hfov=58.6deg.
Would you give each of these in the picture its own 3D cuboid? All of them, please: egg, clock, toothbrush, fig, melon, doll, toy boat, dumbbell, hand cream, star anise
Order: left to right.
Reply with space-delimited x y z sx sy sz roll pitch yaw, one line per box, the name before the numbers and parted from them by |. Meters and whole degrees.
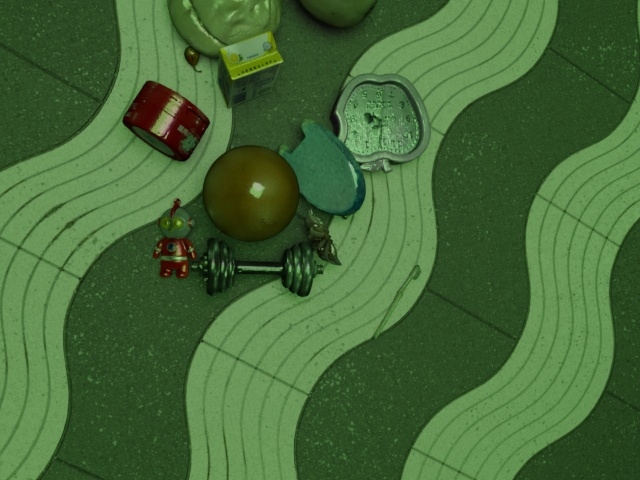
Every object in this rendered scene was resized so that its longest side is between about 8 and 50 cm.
hand cream | -0.455 -0.347 1.682 0.230 0.230 0.149 33 82 -10
doll | -0.444 -0.008 1.749 0.142 0.076 0.245 4 93 9
fig | -0.397 -0.568 1.792 0.050 0.050 0.083 -23 115 -12
egg | -0.200 -0.136 1.664 0.283 0.351 0.282 -1 92 -18
dumbbell | -0.190 0.084 1.751 0.406 0.179 0.179 2 88 -13
star anise | 0.000 0.000 1.793 0.065 0.195 0.182 -26 60 8
toy boat | 0.020 -0.224 1.814 0.330 0.123 0.215 47 114 9
melon | 0.049 -0.824 1.781 0.268 0.268 0.330 -44 105 -10
clock | 0.192 -0.380 1.886 0.339 0.102 0.338 0 90 -12
toothbrush | 0.256 0.207 1.923 0.028 0.026 0.294 40 80 -24

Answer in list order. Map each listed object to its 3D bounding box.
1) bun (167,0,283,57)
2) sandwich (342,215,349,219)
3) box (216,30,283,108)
bun | -0.282 -0.739 1.721 0.365 0.219 0.365 2 81 -14
sandwich | 0.087 -0.134 1.889 0.105 0.036 0.093 -42 96 -11
box | -0.218 -0.507 1.715 0.168 0.265 0.097 -25 91 -11
